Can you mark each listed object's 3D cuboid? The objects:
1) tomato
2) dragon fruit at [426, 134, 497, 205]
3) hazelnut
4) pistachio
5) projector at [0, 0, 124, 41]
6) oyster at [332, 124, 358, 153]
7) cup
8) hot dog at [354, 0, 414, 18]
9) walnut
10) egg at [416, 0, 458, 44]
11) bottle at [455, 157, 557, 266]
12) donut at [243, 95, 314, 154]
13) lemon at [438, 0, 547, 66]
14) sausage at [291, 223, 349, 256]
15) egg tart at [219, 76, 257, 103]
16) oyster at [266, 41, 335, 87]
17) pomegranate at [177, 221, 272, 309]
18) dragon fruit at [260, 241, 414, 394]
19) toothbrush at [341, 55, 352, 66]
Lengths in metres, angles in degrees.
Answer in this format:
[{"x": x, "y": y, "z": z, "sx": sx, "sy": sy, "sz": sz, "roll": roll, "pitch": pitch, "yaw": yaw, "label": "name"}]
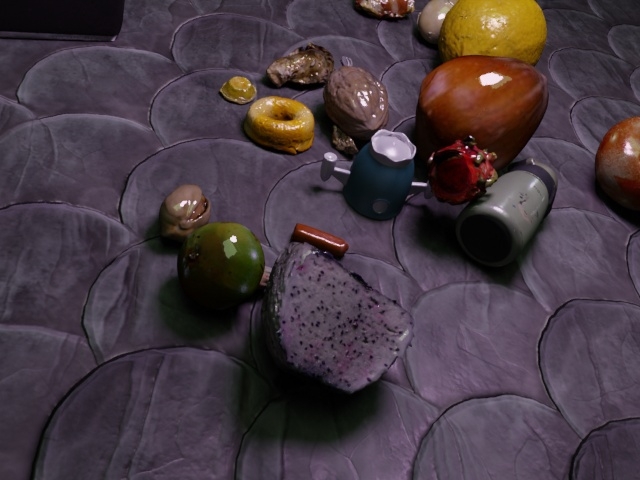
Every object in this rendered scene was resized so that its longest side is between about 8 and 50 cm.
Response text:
[{"x": 0.892, "y": -0.201, "z": 1.876, "sx": 0.270, "sy": 0.222, "sz": 0.270, "roll": 1, "pitch": 65, "yaw": -2, "label": "tomato"}, {"x": 0.328, "y": -0.165, "z": 1.565, "sx": 0.160, "sy": 0.166, "sz": 0.172, "roll": 30, "pitch": 24, "yaw": 8, "label": "dragon fruit"}, {"x": 0.408, "y": -0.329, "z": 1.760, "sx": 0.372, "sy": 0.372, "sz": 0.315, "roll": -38, "pitch": 105, "yaw": -40, "label": "hazelnut"}, {"x": -0.288, "y": -0.059, "z": 1.446, "sx": 0.113, "sy": 0.113, "sz": 0.149, "roll": 17, "pitch": 30, "yaw": -2, "label": "pistachio"}, {"x": -0.707, "y": -0.748, "z": 1.736, "sx": 0.395, "sy": 0.405, "sz": 0.242, "roll": -4, "pitch": 50, "yaw": -21, "label": "projector"}, {"x": 0.059, "y": -0.257, "z": 1.764, "sx": 0.038, "sy": 0.081, "sz": 0.083, "roll": -31, "pitch": 24, "yaw": -12, "label": "oyster"}, {"x": 0.151, "y": -0.166, "z": 1.633, "sx": 0.299, "sy": 0.173, "sz": 0.167, "roll": 9, "pitch": 47, "yaw": -11, "label": "cup"}, {"x": 0.221, "y": -0.820, "z": 2.328, "sx": 0.213, "sy": 0.103, "sz": 0.146, "roll": -5, "pitch": 71, "yaw": -10, "label": "hot dog"}, {"x": 0.101, "y": -0.357, "z": 1.797, "sx": 0.178, "sy": 0.178, "sz": 0.230, "roll": -5, "pitch": 44, "yaw": -22, "label": "walnut"}, {"x": 0.411, "y": -0.734, "z": 2.258, "sx": 0.164, "sy": 0.164, "sz": 0.201, "roll": 41, "pitch": 54, "yaw": 21, "label": "egg"}, {"x": 0.474, "y": -0.083, "z": 1.669, "sx": 0.168, "sy": 0.168, "sz": 0.347, "roll": 36, "pitch": 45, "yaw": 16, "label": "bottle"}, {"x": -0.101, "y": -0.308, "z": 1.752, "sx": 0.190, "sy": 0.075, "sz": 0.174, "roll": 21, "pitch": 45, "yaw": 2, "label": "donut"}, {"x": 0.525, "y": -0.622, "z": 2.088, "sx": 0.336, "sy": 0.336, "sz": 0.336, "roll": 9, "pitch": 46, "yaw": -10, "label": "lemon"}, {"x": 0.000, "y": 0.000, "z": 1.521, "sx": 0.131, "sy": 0.039, "sz": 0.041, "roll": 20, "pitch": 43, "yaw": 2, "label": "sausage"}, {"x": -0.220, "y": -0.412, "z": 1.837, "sx": 0.105, "sy": 0.039, "sz": 0.105, "roll": 10, "pitch": 47, "yaw": -11, "label": "egg tart"}, {"x": -0.041, "y": -0.529, "z": 1.976, "sx": 0.166, "sy": 0.094, "sz": 0.294, "roll": 14, "pitch": 39, "yaw": 7, "label": "oyster"}, {"x": -0.176, "y": 0.053, "z": 1.341, "sx": 0.209, "sy": 0.180, "sz": 0.180, "roll": 17, "pitch": 37, "yaw": -44, "label": "pomegranate"}, {"x": 0.001, "y": 0.159, "z": 1.274, "sx": 0.283, "sy": 0.204, "sz": 0.221, "roll": 33, "pitch": 72, "yaw": -17, "label": "dragon fruit"}, {"x": 0.110, "y": -0.453, "z": 1.996, "sx": 0.026, "sy": 0.024, "sz": 0.288, "roll": 9, "pitch": 43, "yaw": -29, "label": "toothbrush"}]
